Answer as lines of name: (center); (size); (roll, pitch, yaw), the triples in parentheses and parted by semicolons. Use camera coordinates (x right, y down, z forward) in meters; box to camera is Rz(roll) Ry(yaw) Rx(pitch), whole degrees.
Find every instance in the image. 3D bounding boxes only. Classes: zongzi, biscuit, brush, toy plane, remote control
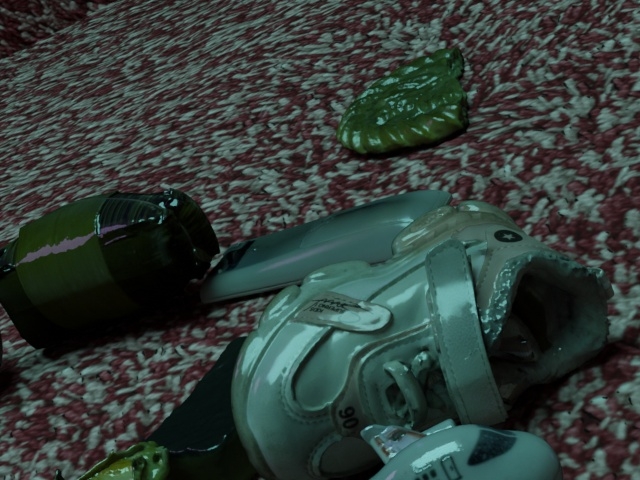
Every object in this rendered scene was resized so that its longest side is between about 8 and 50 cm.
zongzi: (-0.223, -0.015, 2.159); (0.289, 0.154, 0.317); (-16, 21, 27)
biscuit: (0.105, -0.174, 2.287); (0.187, 0.036, 0.273); (-23, 22, 10)
brush: (-0.082, 0.168, 1.715); (0.123, 0.059, 0.197); (-7, 30, 42)
toy plane: (0.068, 0.217, 1.368); (0.252, 0.118, 0.252); (-20, 24, 10)
remote control: (0.000, 0.000, 1.998); (0.313, 0.055, 0.109); (-14, 26, 31)

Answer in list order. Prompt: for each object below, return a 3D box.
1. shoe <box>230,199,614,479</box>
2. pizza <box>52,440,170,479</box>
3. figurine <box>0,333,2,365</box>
shoe: (0.090, 0.092, 1.542); (0.351, 0.172, 0.198); (-39, 28, -22)
pizza: (-0.206, 0.291, 1.563); (0.280, 0.075, 0.288); (1, 40, 42)
figurine: (-0.481, 0.160, 2.055); (0.186, 0.176, 0.287); (2, 42, 4)
